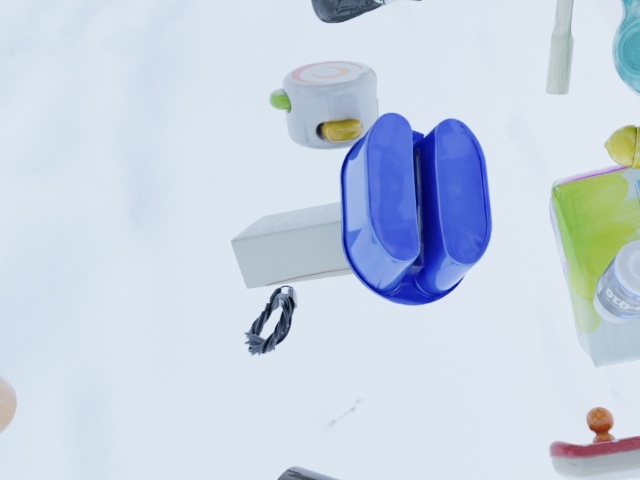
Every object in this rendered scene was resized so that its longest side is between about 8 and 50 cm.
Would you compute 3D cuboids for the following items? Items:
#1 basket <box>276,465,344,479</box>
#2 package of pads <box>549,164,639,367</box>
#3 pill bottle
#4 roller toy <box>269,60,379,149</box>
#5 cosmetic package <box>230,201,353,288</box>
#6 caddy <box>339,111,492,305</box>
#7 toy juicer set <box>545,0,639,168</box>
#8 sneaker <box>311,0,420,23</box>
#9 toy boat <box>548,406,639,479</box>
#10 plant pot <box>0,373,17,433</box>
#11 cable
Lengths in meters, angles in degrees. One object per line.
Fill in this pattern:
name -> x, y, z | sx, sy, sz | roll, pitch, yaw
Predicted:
basket -> 0.026, 0.487, 1.408 | 0.154, 0.227, 0.204 | -15, 119, -55
package of pads -> 0.479, 0.029, 1.243 | 0.101, 0.229, 0.297 | -33, 108, -74
pill bottle -> 0.416, 0.061, 1.111 | 0.137, 0.078, 0.078 | 84, -2, -66
roller toy -> 0.025, -0.265, 1.650 | 0.191, 0.209, 0.146 | -34, 129, -42
cosmetic package -> 0.000, 0.000, 1.641 | 0.160, 0.309, 0.113 | -43, 119, -59
caddy -> 0.160, -0.059, 1.449 | 0.241, 0.179, 0.341 | 4, 70, -14
toy juicer set -> 0.395, -0.200, 1.001 | 0.089, 0.209, 0.329 | -15, 45, -35
sneaker -> 0.138, -0.440, 1.288 | 0.146, 0.330, 0.122 | 39, -20, 55
toy boat -> 0.602, 0.429, 1.763 | 0.151, 0.231, 0.151 | 46, 35, -54
plant pot -> -0.698, 0.306, 1.604 | 0.188, 0.205, 0.205 | 54, 25, -62
cable -> -0.107, 0.172, 1.721 | 0.047, 0.150, 0.184 | 41, 16, -20
